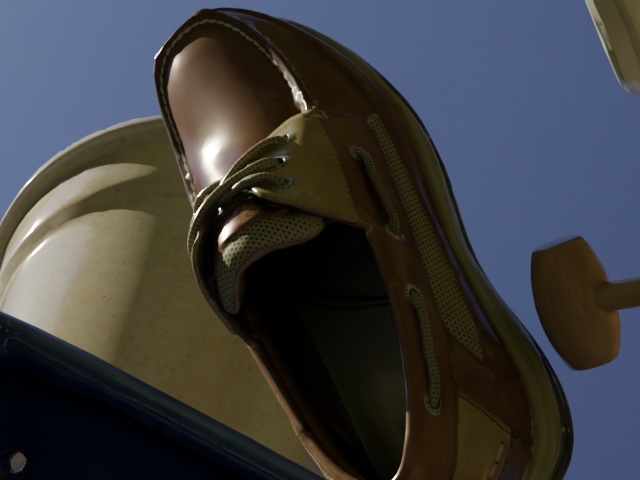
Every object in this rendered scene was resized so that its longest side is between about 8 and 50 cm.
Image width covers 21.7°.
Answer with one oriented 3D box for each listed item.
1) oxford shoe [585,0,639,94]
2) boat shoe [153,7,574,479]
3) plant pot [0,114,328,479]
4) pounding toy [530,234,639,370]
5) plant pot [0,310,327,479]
[{"bbox_3d":[0.225,-0.265,1.010,0.130,0.449,0.169,-6,-48,24],"label":"oxford shoe"},{"bbox_3d":[0.000,0.000,0.808,0.122,0.120,0.324,-49,-125,22],"label":"boat shoe"},{"bbox_3d":[-0.095,0.133,1.053,0.334,0.305,0.334,4,-60,7],"label":"plant pot"},{"bbox_3d":[0.241,0.056,0.774,0.269,0.155,0.154,-9,-77,5],"label":"pounding toy"},{"bbox_3d":[-0.127,0.164,0.581,0.236,0.236,0.212,25,-80,22],"label":"plant pot"}]
